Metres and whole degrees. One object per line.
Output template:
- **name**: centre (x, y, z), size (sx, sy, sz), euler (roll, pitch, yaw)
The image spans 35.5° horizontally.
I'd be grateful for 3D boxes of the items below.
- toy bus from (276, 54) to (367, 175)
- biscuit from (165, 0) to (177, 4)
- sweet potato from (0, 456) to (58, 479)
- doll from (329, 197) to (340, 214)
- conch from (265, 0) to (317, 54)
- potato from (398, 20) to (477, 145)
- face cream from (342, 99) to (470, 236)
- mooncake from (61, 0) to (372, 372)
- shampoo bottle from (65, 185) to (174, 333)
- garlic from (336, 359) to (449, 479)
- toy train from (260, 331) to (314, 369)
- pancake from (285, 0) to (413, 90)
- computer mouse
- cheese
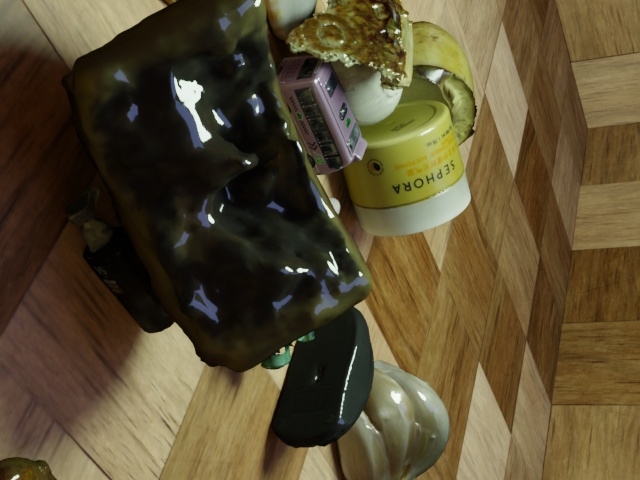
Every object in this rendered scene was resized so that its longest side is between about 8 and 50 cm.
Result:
- **toy bus**: centre (-0.003, -0.208, 1.662), size (0.199, 0.108, 0.096), euler (63, 34, -38)
- **biscuit**: centre (-0.212, -0.466, 1.351), size (0.376, 0.051, 0.269), euler (45, 48, -53)
- **sweet potato**: centre (-0.302, 0.262, 1.045), size (0.226, 0.068, 0.068), euler (70, 24, -66)
- **doll**: centre (0.000, 0.000, 1.692), size (0.161, 0.059, 0.160), euler (51, 42, -48)
- **conch**: centre (-0.053, -0.398, 1.653), size (0.104, 0.094, 0.176), euler (-67, 172, -65)
- **potato**: centre (0.204, -0.322, 2.003), size (0.285, 0.243, 0.242), euler (41, 50, -50)
- **face cream**: centre (0.150, -0.136, 1.838), size (0.218, 0.218, 0.179), euler (-53, 131, -53)
- **mooncake**: centre (-0.113, -0.063, 1.140), size (0.394, 0.246, 0.393), euler (61, -6, 27)
- **shampoo bottle**: centre (-0.238, 0.026, 1.205), size (0.207, 0.057, 0.063), euler (62, 34, -40)
- **garlic**: centre (0.114, 0.333, 1.821), size (0.237, 0.210, 0.291), euler (0, 90, -30)
- **toy train**: centre (-0.070, 0.030, 1.469), size (0.189, 0.126, 0.307), euler (-31, 113, -62)
- **pancake**: centre (0.044, -0.342, 1.632), size (0.266, 0.245, 0.057), euler (62, -28, 26)
- **computer mouse**: centre (0.017, 0.227, 1.601), size (0.086, 0.138, 0.269), euler (52, 39, -34)
- **cheese**: centre (0.065, -0.294, 1.763), size (0.189, 0.154, 0.198), euler (56, 32, -41)
